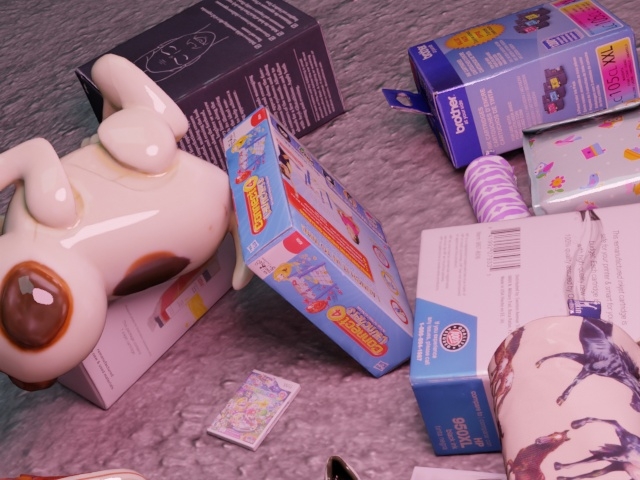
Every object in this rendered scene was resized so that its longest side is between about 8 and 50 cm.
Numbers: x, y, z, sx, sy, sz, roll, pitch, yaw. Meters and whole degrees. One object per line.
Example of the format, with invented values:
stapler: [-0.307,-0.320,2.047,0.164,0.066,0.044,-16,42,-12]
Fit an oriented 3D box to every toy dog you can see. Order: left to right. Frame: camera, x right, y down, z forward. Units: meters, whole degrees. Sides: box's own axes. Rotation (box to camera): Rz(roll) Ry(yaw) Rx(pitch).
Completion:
toy dog: [-0.329,0.020,1.543,0.395,0.284,0.408,41,57,-1]

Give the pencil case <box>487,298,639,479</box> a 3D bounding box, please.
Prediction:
pencil case: [0.282,0.252,1.112,0.183,0.160,0.410,-19,38,15]

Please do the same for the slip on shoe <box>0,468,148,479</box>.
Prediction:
slip on shoe: [-0.384,0.359,1.499,0.331,0.123,0.101,-16,35,12]

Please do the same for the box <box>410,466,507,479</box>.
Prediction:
box: [0.191,0.396,1.208,0.231,0.127,0.262,0,41,25]

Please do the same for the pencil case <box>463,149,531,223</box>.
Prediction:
pencil case: [0.285,-0.049,1.726,0.088,0.086,0.206,2,39,-10]

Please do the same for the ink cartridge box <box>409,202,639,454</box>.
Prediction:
ink cartridge box: [0.331,0.111,1.447,0.394,0.166,0.285,-7,41,16]

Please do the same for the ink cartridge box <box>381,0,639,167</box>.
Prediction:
ink cartridge box: [0.310,-0.269,1.879,0.395,0.151,0.270,-19,26,3]

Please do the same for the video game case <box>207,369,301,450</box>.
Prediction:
video game case: [-0.095,0.242,1.593,0.087,0.011,0.122,13,49,34]

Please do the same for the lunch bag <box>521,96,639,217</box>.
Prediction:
lunch bag: [0.414,-0.112,1.614,0.223,0.160,0.262,-15,39,17]

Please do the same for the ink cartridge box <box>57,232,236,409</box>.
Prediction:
ink cartridge box: [-0.325,0.046,1.798,0.279,0.160,0.385,19,52,37]

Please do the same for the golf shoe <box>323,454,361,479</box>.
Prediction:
golf shoe: [0.041,0.342,1.363,0.069,0.086,0.176,-24,41,-8]

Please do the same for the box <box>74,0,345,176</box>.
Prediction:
box: [-0.207,-0.285,2.098,0.395,0.212,0.293,-31,41,-15]

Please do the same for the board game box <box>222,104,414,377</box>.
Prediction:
board game box: [0.000,0.000,1.600,0.086,0.308,0.302,-36,35,16]
